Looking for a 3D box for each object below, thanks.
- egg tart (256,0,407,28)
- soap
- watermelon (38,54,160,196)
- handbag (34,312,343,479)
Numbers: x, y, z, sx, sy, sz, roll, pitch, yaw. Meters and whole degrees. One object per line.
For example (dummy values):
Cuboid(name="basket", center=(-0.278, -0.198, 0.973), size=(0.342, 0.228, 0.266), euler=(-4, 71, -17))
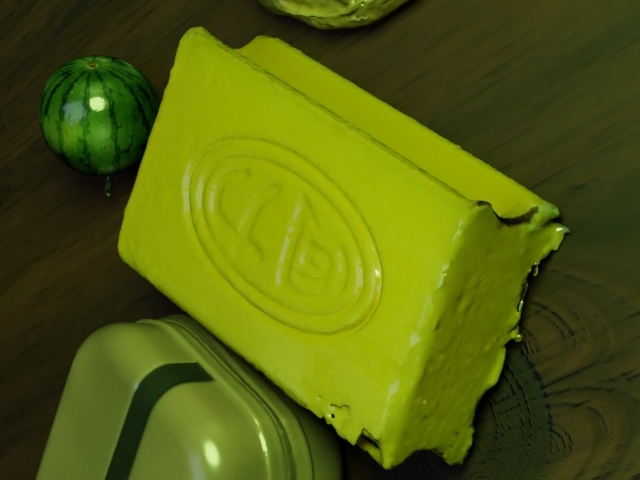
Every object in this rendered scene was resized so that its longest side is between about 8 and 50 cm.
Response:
Cuboid(name="egg tart", center=(-0.009, -0.317, 1.193), size=(0.341, 0.129, 0.341), euler=(-3, 85, 45))
Cuboid(name="soap", center=(0.000, 0.000, 1.194), size=(0.324, 0.096, 0.204), euler=(34, 113, 41))
Cuboid(name="watermelon", center=(-0.177, -0.098, 1.387), size=(0.109, 0.109, 0.109), euler=(-1, 88, 46))
Cuboid(name="handbag", center=(-0.094, 0.231, 1.257), size=(0.283, 0.149, 0.302), euler=(36, 113, 39))
